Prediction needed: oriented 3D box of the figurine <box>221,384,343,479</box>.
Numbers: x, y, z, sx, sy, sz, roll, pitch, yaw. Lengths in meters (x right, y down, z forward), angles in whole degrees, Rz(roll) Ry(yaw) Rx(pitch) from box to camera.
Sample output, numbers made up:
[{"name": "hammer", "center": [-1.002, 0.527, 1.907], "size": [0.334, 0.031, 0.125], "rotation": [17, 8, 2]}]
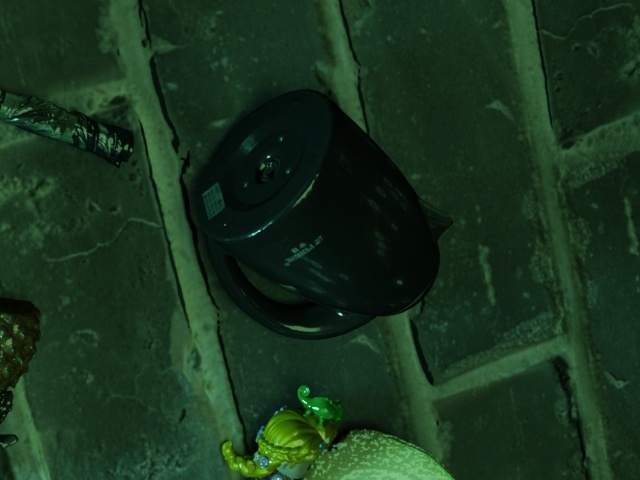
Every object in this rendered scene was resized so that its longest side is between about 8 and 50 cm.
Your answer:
[{"name": "figurine", "center": [-0.048, 0.245, 2.100], "size": [0.115, 0.095, 0.156], "rotation": [31, 107, -8]}]

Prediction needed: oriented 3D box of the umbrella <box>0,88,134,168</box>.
[{"name": "umbrella", "center": [-0.295, -0.133, 1.909], "size": [0.188, 0.050, 0.046], "rotation": [21, 71, -28]}]

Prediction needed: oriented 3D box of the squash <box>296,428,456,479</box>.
[{"name": "squash", "center": [0.057, 0.333, 2.188], "size": [0.184, 0.085, 0.192], "rotation": [35, 84, 1]}]

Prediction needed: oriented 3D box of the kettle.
[{"name": "kettle", "center": [0.000, 0.000, 2.021], "size": [0.268, 0.207, 0.290], "rotation": [-36, 129, 19]}]

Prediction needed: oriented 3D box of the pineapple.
[{"name": "pineapple", "center": [-0.390, 0.178, 1.908], "size": [0.119, 0.111, 0.237], "rotation": [12, 99, -21]}]
